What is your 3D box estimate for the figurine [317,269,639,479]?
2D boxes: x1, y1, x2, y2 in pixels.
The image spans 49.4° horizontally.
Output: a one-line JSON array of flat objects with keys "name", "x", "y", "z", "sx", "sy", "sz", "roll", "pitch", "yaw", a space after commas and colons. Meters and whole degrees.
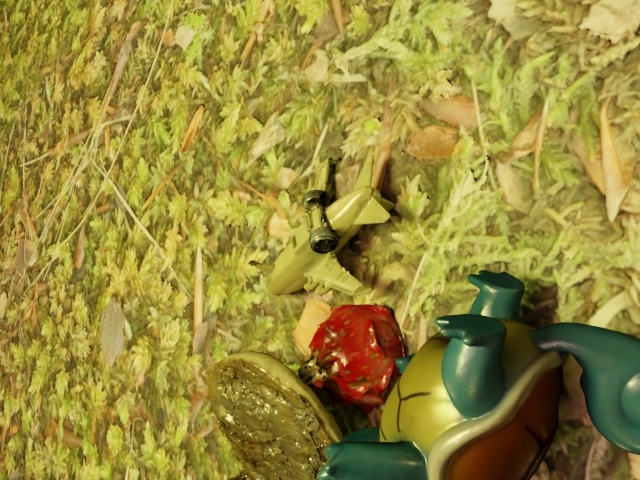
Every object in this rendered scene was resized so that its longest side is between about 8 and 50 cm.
[{"name": "figurine", "x": 0.157, "y": 0.171, "z": 0.740, "sx": 0.416, "sy": 0.298, "sz": 0.243, "roll": -32, "pitch": 97, "yaw": 23}]

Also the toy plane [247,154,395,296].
[{"name": "toy plane", "x": 0.000, "y": 0.000, "z": 0.983, "sx": 0.256, "sy": 0.104, "sz": 0.242, "roll": -37, "pitch": 46, "yaw": 27}]

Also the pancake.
[{"name": "pancake", "x": -0.065, "y": 0.269, "z": 0.962, "sx": 0.282, "sy": 0.049, "sz": 0.282, "roll": 25, "pitch": 133, "yaw": 30}]

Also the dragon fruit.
[{"name": "dragon fruit", "x": 0.029, "y": 0.151, "z": 0.923, "sx": 0.153, "sy": 0.111, "sz": 0.153, "roll": -5, "pitch": 83, "yaw": 39}]

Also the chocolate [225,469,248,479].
[{"name": "chocolate", "x": -0.095, "y": 0.480, "z": 0.992, "sx": 0.321, "sy": 0.112, "sz": 0.112, "roll": 41, "pitch": 110, "yaw": 38}]
